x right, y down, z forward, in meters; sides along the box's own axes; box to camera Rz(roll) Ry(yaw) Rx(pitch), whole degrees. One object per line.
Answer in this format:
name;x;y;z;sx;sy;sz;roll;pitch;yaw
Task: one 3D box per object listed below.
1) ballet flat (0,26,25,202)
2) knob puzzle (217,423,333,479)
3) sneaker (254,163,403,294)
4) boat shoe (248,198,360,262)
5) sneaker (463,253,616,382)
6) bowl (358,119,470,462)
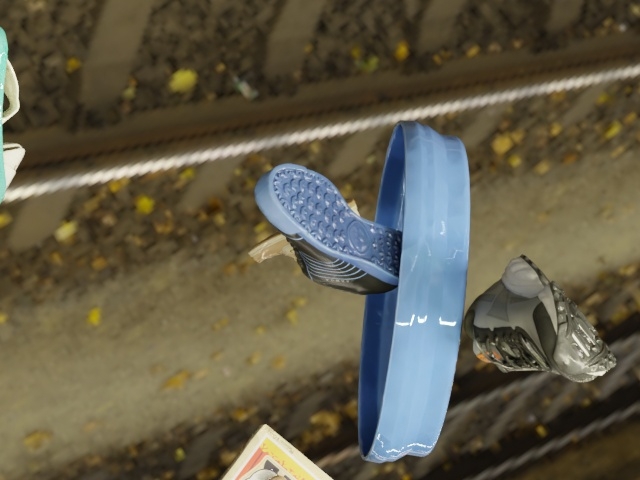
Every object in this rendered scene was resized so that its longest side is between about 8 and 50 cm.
ballet flat;-0.354;-0.115;1.549;0.087;0.083;0.247;-13;112;-40
knob puzzle;-0.038;0.285;1.257;0.213;0.213;0.030;-22;-177;-29
sneaker;0.000;0.000;1.486;0.090;0.081;0.232;-20;143;36
boat shoe;-0.018;0.002;1.930;0.170;0.059;0.063;-23;-172;29
sneaker;0.209;0.096;1.440;0.108;0.100;0.271;-38;-170;1
bowl;0.104;0.061;1.671;0.077;0.391;0.391;6;149;-3
